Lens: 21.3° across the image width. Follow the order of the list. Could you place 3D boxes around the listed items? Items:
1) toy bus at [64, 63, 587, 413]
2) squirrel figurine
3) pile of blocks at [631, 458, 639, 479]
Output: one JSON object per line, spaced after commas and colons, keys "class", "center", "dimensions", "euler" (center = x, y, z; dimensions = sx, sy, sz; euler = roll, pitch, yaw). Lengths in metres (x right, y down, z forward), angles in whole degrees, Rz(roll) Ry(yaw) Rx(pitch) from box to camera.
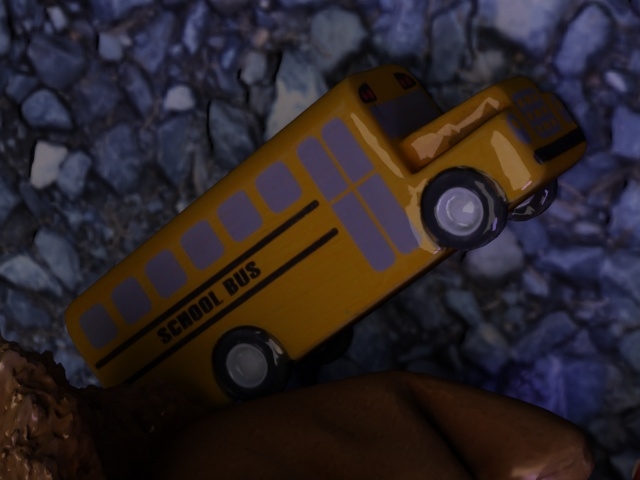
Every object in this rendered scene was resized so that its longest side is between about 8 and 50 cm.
{"class": "toy bus", "center": [0.000, 0.000, 1.068], "dimensions": [0.333, 0.108, 0.130], "euler": [-37, 84, 28]}
{"class": "squirrel figurine", "center": [-0.084, 0.216, 0.891], "dimensions": [0.397, 0.370, 0.281], "euler": [24, 113, 18]}
{"class": "pile of blocks", "center": [0.248, 0.096, 0.926], "dimensions": [0.149, 0.113, 0.362], "euler": [37, 111, 41]}
